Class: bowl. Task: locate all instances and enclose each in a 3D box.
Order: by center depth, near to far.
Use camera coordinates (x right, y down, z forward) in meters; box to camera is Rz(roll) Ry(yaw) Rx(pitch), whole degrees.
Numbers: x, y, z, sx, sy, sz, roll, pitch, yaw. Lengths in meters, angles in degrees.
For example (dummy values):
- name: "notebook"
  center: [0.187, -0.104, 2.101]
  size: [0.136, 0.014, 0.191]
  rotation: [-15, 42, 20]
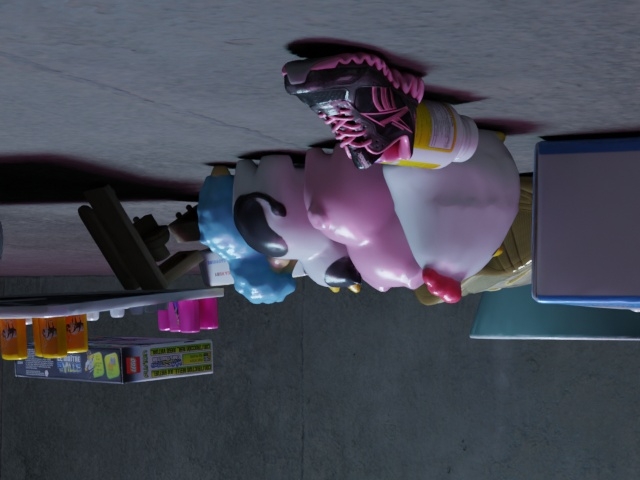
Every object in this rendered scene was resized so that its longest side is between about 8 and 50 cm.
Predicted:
- name: "bowl"
  center: [0.360, 0.056, 1.780]
  size: [0.312, 0.163, 0.311]
  rotation: [0, 176, 0]

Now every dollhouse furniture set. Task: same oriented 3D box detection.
- name: "dollhouse furniture set"
  center: [-0.175, -0.038, 1.409]
  size: [0.151, 0.123, 0.144]
  rotation: [-38, -163, -28]

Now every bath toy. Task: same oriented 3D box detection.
- name: "bath toy"
  center: [0.034, -0.010, 1.055]
  size: [0.151, 0.129, 0.348]
  rotation: [3, 175, -33]

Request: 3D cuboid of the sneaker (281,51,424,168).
- name: "sneaker"
  center: [0.021, -0.068, 0.700]
  size: [0.047, 0.057, 0.119]
  rotation: [0, 176, 34]

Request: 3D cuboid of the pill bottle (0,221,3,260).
- name: "pill bottle"
  center: [-0.424, -0.001, 1.242]
  size: [0.221, 0.124, 0.124]
  rotation: [4, 175, -44]

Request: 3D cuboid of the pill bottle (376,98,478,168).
- name: "pill bottle"
  center: [0.059, -0.067, 0.805]
  size: [0.083, 0.043, 0.043]
  rotation: [4, 175, -40]

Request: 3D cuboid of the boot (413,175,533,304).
- name: "boot"
  center: [0.232, -0.009, 1.331]
  size: [0.203, 0.095, 0.262]
  rotation: [-9, 164, -28]

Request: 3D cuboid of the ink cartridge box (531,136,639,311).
- name: "ink cartridge box"
  center: [0.321, -0.007, 1.066]
  size: [0.223, 0.129, 0.307]
  rotation: [-2, 176, 24]

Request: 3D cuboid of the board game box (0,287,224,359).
- name: "board game box"
  center: [-0.346, 0.086, 1.334]
  size: [0.390, 0.050, 0.390]
  rotation: [-3, 179, 17]

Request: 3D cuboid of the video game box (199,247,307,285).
- name: "video game box"
  center: [0.000, 0.000, 1.409]
  size: [0.205, 0.048, 0.187]
  rotation: [-17, -176, -37]

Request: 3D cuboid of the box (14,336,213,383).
- name: "box"
  center: [-0.220, 0.123, 1.357]
  size: [0.114, 0.036, 0.207]
  rotation: [-2, 179, -42]
